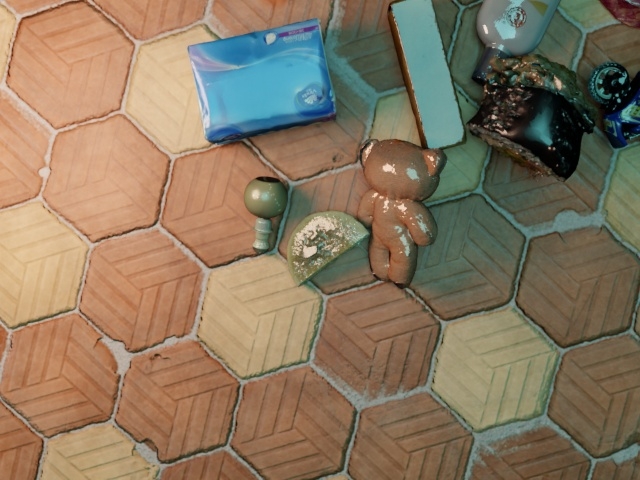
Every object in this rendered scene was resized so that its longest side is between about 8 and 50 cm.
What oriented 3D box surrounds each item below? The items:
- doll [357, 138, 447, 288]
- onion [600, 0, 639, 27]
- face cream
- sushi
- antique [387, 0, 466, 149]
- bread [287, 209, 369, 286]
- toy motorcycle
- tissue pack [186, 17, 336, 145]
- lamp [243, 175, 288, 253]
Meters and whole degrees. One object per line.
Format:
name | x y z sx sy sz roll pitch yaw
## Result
doll | 0.170 -0.060 1.488 0.201 0.156 0.303 19 119 38
onion | 0.674 -0.554 1.452 0.250 0.111 0.247 -26 91 1
face cream | 0.389 -0.450 1.480 0.144 0.071 0.291 27 94 0
sushi | 0.425 -0.248 1.415 0.225 0.238 0.218 31 85 35
antique | 0.213 -0.329 1.478 0.088 0.093 0.309 -15 93 2
bread | -0.005 -0.001 1.511 0.193 0.036 0.112 -36 78 17
toy motorcycle | 0.675 -0.258 1.471 0.316 0.113 0.168 7 104 -7
tissue pack | -0.111 -0.313 1.460 0.264 0.146 0.198 -11 94 1
lamp | -0.118 -0.049 1.513 0.091 0.091 0.163 9 108 1
